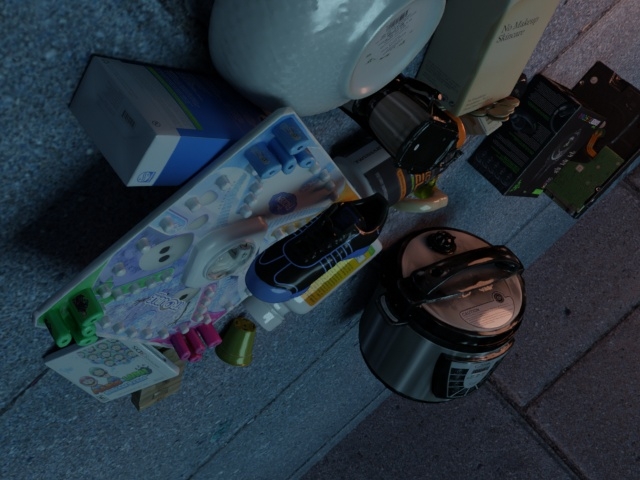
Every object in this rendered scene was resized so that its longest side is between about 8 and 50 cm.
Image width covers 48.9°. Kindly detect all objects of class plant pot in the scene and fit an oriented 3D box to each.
[{"bbox_3d":[-0.170,0.206,1.471,0.083,0.083,0.079,-10,128,-51],"label":"plant pot"}]

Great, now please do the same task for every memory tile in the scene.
[{"bbox_3d":[0.280,-0.250,1.280,0.113,0.148,0.012,-45,143,-48],"label":"memory tile"}]

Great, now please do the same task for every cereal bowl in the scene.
[{"bbox_3d":[0.041,-0.271,0.829,0.339,0.141,0.339,-40,167,-11],"label":"cereal bowl"}]

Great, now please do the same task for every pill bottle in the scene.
[{"bbox_3d":[-0.026,0.040,1.218,0.245,0.136,0.136,-40,157,0],"label":"pill bottle"},{"bbox_3d":[0.148,-0.152,1.277,0.245,0.130,0.130,-34,155,-21],"label":"pill bottle"}]

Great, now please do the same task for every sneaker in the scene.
[{"bbox_3d":[0.000,0.000,0.930,0.232,0.081,0.090,-29,157,-41],"label":"sneaker"}]

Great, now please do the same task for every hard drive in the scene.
[{"bbox_3d":[0.688,-0.254,1.811,0.339,0.237,0.064,-50,155,16],"label":"hard drive"}]

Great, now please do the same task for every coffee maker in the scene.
[{"bbox_3d":[0.117,-0.191,1.100,0.120,0.178,0.171,-41,154,2],"label":"coffee maker"}]

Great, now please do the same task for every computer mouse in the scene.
[{"bbox_3d":[0.340,-0.270,1.503,0.242,0.041,0.071,-42,149,16],"label":"computer mouse"}]

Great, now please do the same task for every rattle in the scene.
[{"bbox_3d":[0.163,-0.121,1.436,0.199,0.130,0.143,-3,131,-16],"label":"rattle"}]

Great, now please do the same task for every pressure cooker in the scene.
[{"bbox_3d":[0.308,0.172,1.797,0.420,0.375,0.370,111,4,-45],"label":"pressure cooker"}]

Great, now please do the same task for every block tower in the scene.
[{"bbox_3d":[-0.276,0.151,1.184,0.091,0.097,0.336,-23,148,-37],"label":"block tower"}]

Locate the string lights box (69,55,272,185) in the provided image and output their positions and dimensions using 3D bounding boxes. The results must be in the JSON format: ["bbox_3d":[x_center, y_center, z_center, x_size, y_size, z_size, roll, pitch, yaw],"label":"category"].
[{"bbox_3d":[-0.145,-0.136,0.842,0.259,0.133,0.077,-6,140,-54],"label":"string lights box"}]

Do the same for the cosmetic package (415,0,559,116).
[{"bbox_3d":[0.290,-0.370,1.152,0.160,0.113,0.309,-26,153,-32],"label":"cosmetic package"}]

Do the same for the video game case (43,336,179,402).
[{"bbox_3d":[-0.331,0.200,1.123,0.157,0.019,0.143,-22,134,17],"label":"video game case"}]

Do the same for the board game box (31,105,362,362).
[{"bbox_3d":[-0.123,0.028,0.965,0.390,0.050,0.390,-39,161,4],"label":"board game box"}]

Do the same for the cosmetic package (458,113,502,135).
[{"bbox_3d":[0.296,-0.239,1.373,0.041,0.060,0.115,-36,-163,-11],"label":"cosmetic package"}]

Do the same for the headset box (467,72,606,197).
[{"bbox_3d":[0.521,-0.237,1.712,0.246,0.131,0.283,-2,135,-56],"label":"headset box"}]
